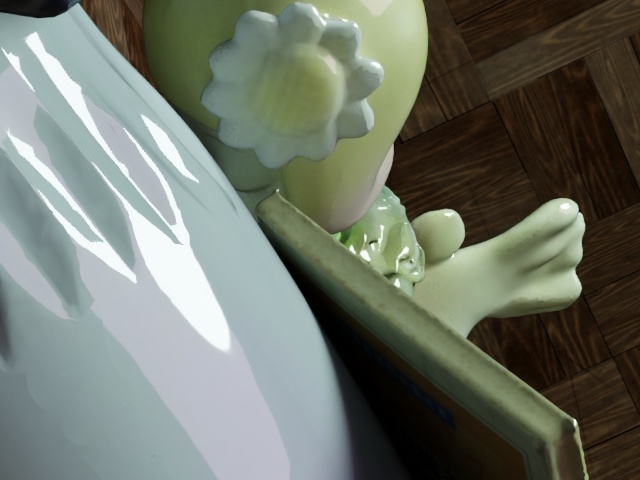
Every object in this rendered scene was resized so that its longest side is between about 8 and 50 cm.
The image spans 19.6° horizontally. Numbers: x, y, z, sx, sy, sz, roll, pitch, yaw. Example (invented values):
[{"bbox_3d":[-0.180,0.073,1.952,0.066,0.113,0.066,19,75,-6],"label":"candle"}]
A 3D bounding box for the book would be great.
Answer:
[{"bbox_3d":[0.053,0.109,0.693,0.170,0.018,0.241,38,-25,44],"label":"book"}]

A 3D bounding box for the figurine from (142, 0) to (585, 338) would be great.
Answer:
[{"bbox_3d":[0.000,0.000,0.824,0.394,0.274,0.226,91,-24,-43],"label":"figurine"}]

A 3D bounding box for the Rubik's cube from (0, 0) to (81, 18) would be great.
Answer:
[{"bbox_3d":[-0.166,-0.276,0.507,0.337,0.344,0.343,-80,-177,-75],"label":"Rubik's cube"}]

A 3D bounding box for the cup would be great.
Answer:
[{"bbox_3d":[-0.098,0.102,0.635,0.371,0.253,0.253,61,7,-12],"label":"cup"}]
